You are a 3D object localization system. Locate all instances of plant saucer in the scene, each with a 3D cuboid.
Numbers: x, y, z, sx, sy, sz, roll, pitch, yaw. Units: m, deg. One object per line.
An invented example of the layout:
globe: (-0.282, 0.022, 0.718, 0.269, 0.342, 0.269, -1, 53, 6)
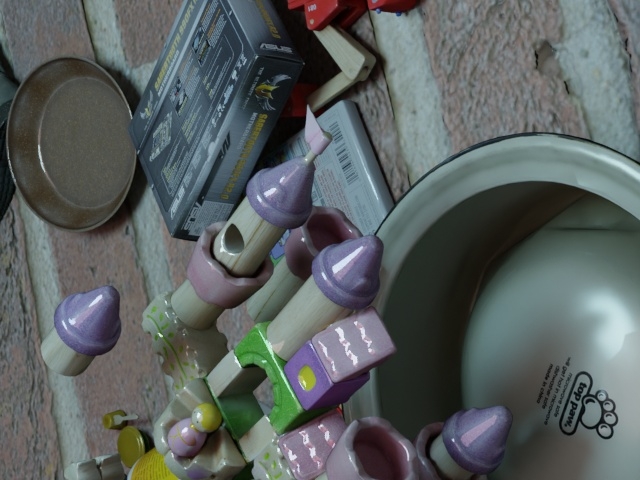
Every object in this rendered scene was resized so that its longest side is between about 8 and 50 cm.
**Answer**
plant saucer: (-0.271, -0.109, 1.853, 0.198, 0.036, 0.198, 4, 96, 35)

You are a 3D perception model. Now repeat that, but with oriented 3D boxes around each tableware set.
tableware set: (-0.217, 0.266, 1.840, 0.104, 0.024, 0.154, -10, 85, 46)

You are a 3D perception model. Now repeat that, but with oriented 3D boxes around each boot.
boot: (-0.430, -0.115, 1.999, 0.246, 0.083, 0.161, -54, 52, 21)

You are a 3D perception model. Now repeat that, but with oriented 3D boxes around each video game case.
video game case: (0.000, 0.000, 1.624, 0.193, 0.023, 0.212, -34, 70, 38)

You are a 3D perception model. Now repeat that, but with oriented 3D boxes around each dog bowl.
dog bowl: (0.212, 0.117, 1.342, 0.408, 0.150, 0.408, 1, 91, 43)

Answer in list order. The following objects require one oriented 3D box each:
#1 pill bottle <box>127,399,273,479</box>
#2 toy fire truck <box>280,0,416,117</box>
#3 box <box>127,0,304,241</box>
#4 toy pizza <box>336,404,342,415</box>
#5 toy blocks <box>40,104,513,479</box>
pill bottle: (-0.126, 0.252, 1.686, 0.208, 0.117, 0.117, -38, 66, 37)
toy fire truck: (0.019, -0.197, 1.583, 0.192, 0.047, 0.135, -13, 82, 43)
box: (-0.110, -0.142, 1.655, 0.231, 0.056, 0.183, -62, 35, 31)
toy pizza: (0.057, 0.197, 1.569, 0.201, 0.032, 0.201, 2, 93, 43)
toy blocks: (-0.025, 0.090, 1.249, 0.260, 0.309, 0.288, -49, 60, 40)
